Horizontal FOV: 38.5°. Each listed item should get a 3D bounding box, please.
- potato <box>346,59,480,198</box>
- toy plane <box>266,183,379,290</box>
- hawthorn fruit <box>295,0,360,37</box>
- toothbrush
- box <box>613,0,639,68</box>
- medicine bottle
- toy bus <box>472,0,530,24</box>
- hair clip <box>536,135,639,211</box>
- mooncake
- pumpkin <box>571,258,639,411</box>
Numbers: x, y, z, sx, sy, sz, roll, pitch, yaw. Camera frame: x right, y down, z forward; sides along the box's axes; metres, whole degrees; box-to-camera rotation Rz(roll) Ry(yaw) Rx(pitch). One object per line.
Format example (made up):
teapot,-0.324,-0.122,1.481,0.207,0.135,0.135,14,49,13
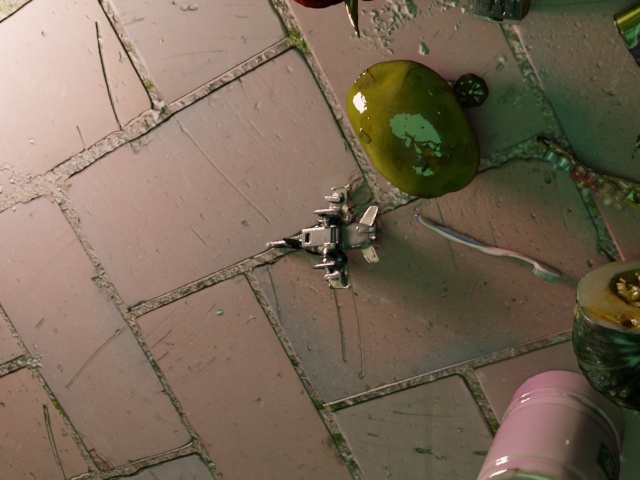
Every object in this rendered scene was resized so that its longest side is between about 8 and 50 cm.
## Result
potato,0.150,-0.181,1.486,0.253,0.148,0.186,41,141,13
toy plane,-0.006,-0.001,1.671,0.262,0.088,0.192,-4,81,29
hawthorn fruit,0.014,-0.480,1.389,0.258,0.258,0.261,-4,136,26
toothbrush,0.285,0.011,1.579,0.269,0.021,0.027,24,112,15
box,0.592,-0.344,1.257,0.346,0.097,0.134,-29,104,31
medicine bottle,0.378,0.378,1.505,0.212,0.325,0.212,8,113,20
toy bus,0.285,-0.459,1.346,0.092,0.106,0.268,14,117,19
hair clip,0.431,-0.097,1.453,0.214,0.062,0.056,26,88,8
mooncake,0.378,-0.188,1.446,0.347,0.057,0.150,8,126,29
pumpkin,0.534,0.168,1.391,0.293,0.263,0.196,6,116,26
